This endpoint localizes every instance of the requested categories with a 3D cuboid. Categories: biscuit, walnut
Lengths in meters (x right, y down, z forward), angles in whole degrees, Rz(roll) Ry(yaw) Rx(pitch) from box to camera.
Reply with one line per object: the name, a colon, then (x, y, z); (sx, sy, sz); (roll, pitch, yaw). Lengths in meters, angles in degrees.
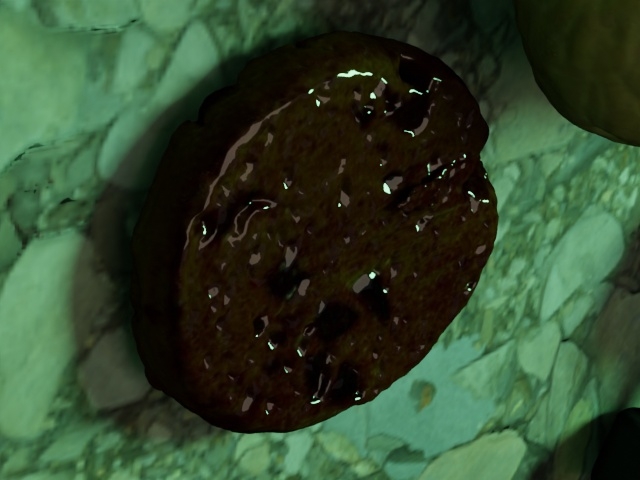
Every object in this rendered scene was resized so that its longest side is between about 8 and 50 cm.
biscuit: (0.000, 0.000, 0.718); (0.192, 0.049, 0.192); (-19, 123, -32)
walnut: (0.155, -0.114, 0.733); (0.166, 0.149, 0.166); (-48, 154, -33)

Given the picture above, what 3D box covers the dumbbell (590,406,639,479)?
dumbbell: (0.266, 0.079, 0.969); (0.152, 0.152, 0.218); (14, 102, -50)
